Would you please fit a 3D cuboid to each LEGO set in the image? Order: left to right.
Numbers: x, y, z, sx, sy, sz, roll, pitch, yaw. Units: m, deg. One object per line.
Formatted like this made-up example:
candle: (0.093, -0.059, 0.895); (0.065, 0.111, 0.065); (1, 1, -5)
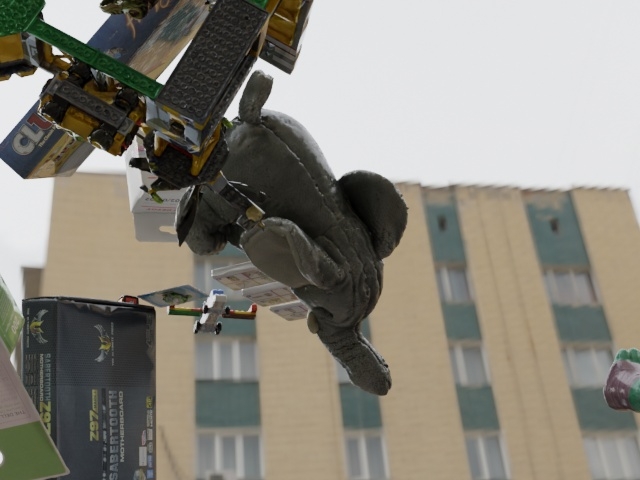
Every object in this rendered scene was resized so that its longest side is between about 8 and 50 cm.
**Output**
LEGO set: (-0.111, -0.179, 0.977); (0.254, 0.331, 0.192); (21, -21, 0)
LEGO set: (-0.122, 0.063, 1.615); (0.244, 0.060, 0.182); (-13, -26, 26)

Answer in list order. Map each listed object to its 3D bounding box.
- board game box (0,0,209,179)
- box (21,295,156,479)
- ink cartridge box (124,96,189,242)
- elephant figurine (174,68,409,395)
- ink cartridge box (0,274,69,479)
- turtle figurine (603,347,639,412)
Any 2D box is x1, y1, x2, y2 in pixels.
board game box: (-0.202, -0.163, 1.292); (0.042, 0.165, 0.243); (42, -85, 1)
box: (-0.259, 0.184, 1.495); (0.059, 0.233, 0.183); (-6, -10, 29)
ink cartridge box: (-0.184, -0.091, 1.642); (0.104, 0.181, 0.061); (1, -25, -24)
elephant figurine: (0.000, 0.000, 1.209); (0.169, 0.239, 0.186); (-50, -22, 1)
ink cartridge box: (-0.309, 0.095, 1.020); (0.171, 0.056, 0.235); (-13, -57, 12)
turtle figurine: (0.312, 0.131, 0.979); (0.118, 0.175, 0.234); (-25, 4, -21)
